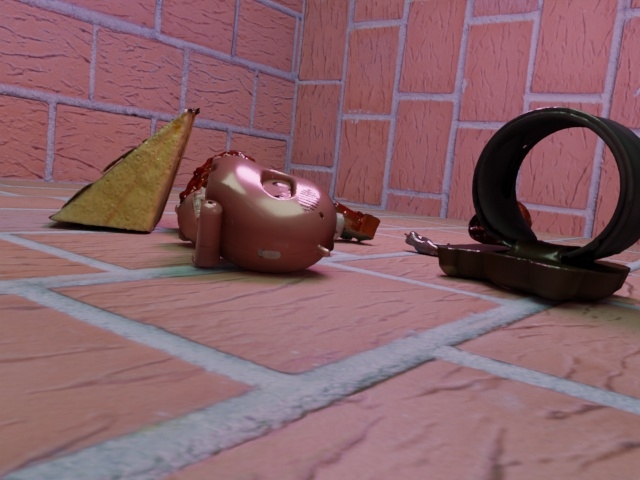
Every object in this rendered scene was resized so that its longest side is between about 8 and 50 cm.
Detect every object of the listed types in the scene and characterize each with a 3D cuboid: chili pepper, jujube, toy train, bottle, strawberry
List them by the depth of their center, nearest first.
[{"bbox_3d":[-0.167,-0.047,1.194,0.237,0.147,0.147,-3,8,-10],"label":"bottle"},{"bbox_3d":[-0.208,-0.117,1.440,0.234,0.177,0.234,23,-7,3],"label":"strawberry"},{"bbox_3d":[0.262,0.014,1.488,0.050,0.041,0.153,-25,42,-39],"label":"chili pepper"},{"bbox_3d":[0.055,-0.059,1.568,0.176,0.074,0.118,31,-21,-23],"label":"toy train"},{"bbox_3d":[0.559,-0.052,1.898,0.237,0.168,0.168,-8,14,-42],"label":"jujube"}]

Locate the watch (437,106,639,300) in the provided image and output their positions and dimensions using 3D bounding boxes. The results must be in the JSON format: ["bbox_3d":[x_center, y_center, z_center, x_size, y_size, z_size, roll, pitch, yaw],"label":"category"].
[{"bbox_3d":[0.406,-0.073,1.097,0.335,0.326,0.314,11,8,43],"label":"watch"}]

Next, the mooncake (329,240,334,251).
[{"bbox_3d":[0.002,-0.013,1.410,0.151,0.057,0.347,8,7,18],"label":"mooncake"}]

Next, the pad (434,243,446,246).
[{"bbox_3d":[0.427,0.032,1.646,0.265,0.009,0.159,6,5,-20],"label":"pad"}]

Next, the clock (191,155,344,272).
[{"bbox_3d":[-0.079,-0.049,1.014,0.242,0.142,0.227,9,30,-8],"label":"clock"}]

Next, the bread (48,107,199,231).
[{"bbox_3d":[-0.442,-0.194,1.434,0.242,0.404,0.346,15,-9,-15],"label":"bread"}]
